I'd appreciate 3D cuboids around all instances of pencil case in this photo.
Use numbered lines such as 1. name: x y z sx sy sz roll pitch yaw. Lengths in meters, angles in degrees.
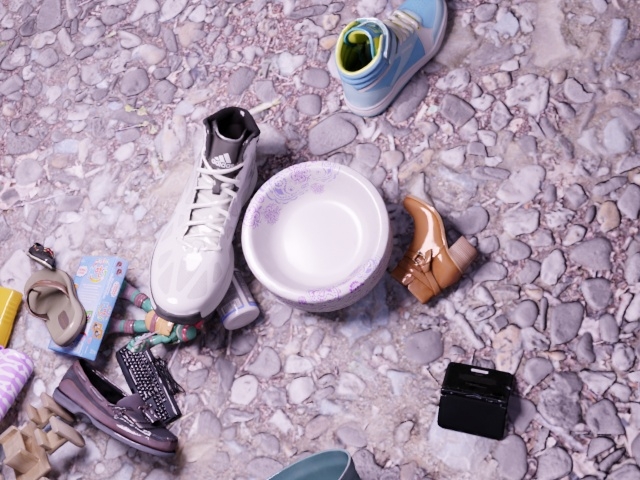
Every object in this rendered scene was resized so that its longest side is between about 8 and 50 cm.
1. pencil case: -0.661 0.309 1.717 0.086 0.088 0.206 -33 26 37

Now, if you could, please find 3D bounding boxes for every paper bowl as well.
1. paper bowl: 0.000 0.000 1.654 0.284 0.148 0.284 -3 71 9

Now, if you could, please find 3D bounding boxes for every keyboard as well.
1. keyboard: -0.347 0.280 1.715 0.100 0.038 0.192 -33 68 2

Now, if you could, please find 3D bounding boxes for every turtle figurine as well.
1. turtle figurine: -0.329 0.160 1.709 0.234 0.118 0.175 10 58 32

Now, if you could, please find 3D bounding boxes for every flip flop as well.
1. flip flop: -0.564 0.128 1.755 0.112 0.080 0.277 -56 38 4

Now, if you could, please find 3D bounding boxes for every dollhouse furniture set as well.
1. dollhouse furniture set: -0.549 0.469 1.675 0.212 0.161 0.242 -40 45 -1

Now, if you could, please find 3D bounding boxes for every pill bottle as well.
1. pill bottle: -0.184 0.104 1.711 0.078 0.078 0.137 -30 67 3

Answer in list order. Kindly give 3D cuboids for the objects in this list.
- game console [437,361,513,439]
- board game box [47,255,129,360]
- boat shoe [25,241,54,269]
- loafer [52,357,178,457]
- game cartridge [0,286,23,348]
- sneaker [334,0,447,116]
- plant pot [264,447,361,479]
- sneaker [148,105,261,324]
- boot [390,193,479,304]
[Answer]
1. game console: 0.284 0.292 1.559 0.122 0.071 0.107 9 44 17
2. board game box: -0.482 0.135 1.758 0.160 0.039 0.211 0 69 50
3. boat shoe: -0.601 0.031 1.834 0.042 0.049 0.133 -52 30 -13
4. loafer: -0.398 0.326 1.666 0.303 0.109 0.095 21 86 26
5. game cartridge: -0.814 0.240 1.837 0.285 0.052 0.323 9 72 23
6. sneaker: 0.147 -0.422 1.733 0.127 0.208 0.319 30 81 23
7. plant pot: -0.025 0.520 1.439 0.293 0.293 0.196 -31 93 3
8. sneaker: -0.225 -0.077 1.621 0.169 0.257 0.447 13 56 1
9. boot: 0.190 0.015 1.649 0.152 0.073 0.197 -44 64 2
